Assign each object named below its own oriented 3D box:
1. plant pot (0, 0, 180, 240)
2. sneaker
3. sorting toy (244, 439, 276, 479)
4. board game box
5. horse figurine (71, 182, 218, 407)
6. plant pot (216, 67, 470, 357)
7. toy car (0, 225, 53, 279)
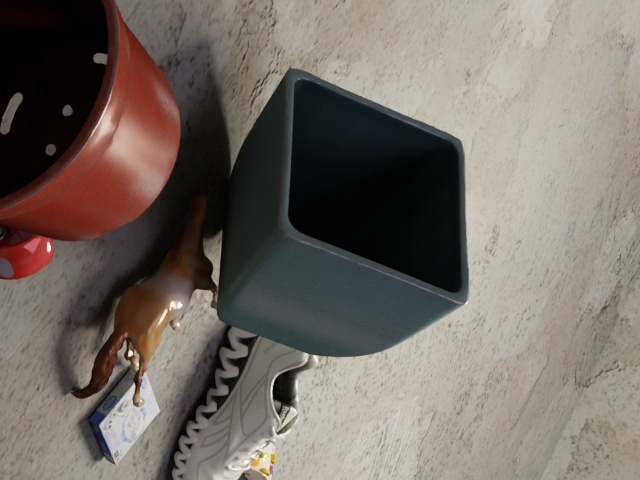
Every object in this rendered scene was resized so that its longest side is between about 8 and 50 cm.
[{"bbox_3d":[-0.257,-0.121,1.543,0.272,0.272,0.265,-63,162,-4],"label":"plant pot"},{"bbox_3d":[-0.100,0.240,2.285,0.110,0.118,0.292,8,107,-65],"label":"sneaker"},{"bbox_3d":[-0.079,0.302,2.473,0.083,0.045,0.075,72,29,-54],"label":"sorting toy"},{"bbox_3d":[-0.234,0.209,2.113,0.090,0.020,0.090,-50,150,-27],"label":"board game box"},{"bbox_3d":[-0.186,0.080,2.043,0.263,0.066,0.174,-49,156,-34],"label":"horse figurine"},{"bbox_3d":[0.000,0.000,2.064,0.252,0.247,0.248,-45,-147,43],"label":"plant pot"},{"bbox_3d":[-0.347,0.077,1.750,0.239,0.053,0.225,-19,128,-56],"label":"toy car"}]
